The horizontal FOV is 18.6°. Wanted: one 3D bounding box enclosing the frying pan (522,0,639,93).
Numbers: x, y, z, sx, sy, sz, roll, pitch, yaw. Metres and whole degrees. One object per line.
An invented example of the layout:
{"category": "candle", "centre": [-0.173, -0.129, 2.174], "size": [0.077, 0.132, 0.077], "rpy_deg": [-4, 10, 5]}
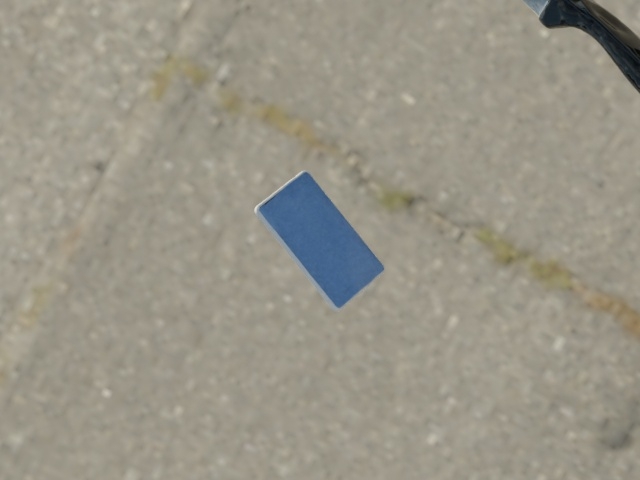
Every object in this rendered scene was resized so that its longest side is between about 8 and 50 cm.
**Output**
{"category": "frying pan", "centre": [0.140, -0.188, 1.243], "size": [0.053, 0.326, 0.197], "rpy_deg": [-49, -2, 36]}

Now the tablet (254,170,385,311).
{"category": "tablet", "centre": [0.000, 0.000, 1.227], "size": [0.054, 0.083, 0.006], "rpy_deg": [-39, 1, -39]}
